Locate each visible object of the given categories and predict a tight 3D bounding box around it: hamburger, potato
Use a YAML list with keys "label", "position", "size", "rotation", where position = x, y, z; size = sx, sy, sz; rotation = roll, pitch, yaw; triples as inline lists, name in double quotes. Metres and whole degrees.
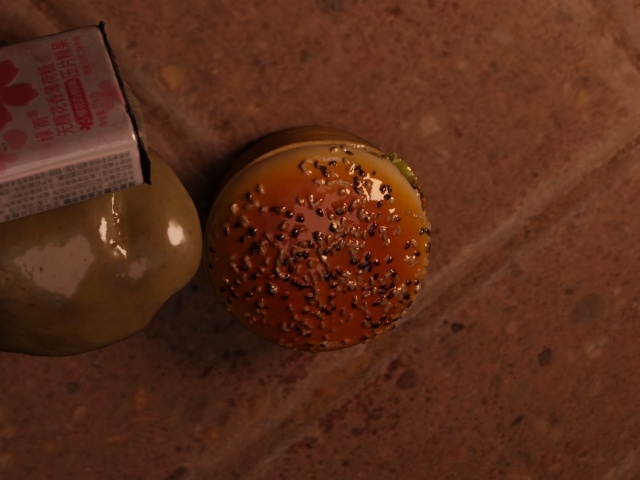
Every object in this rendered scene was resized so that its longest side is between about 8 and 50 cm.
- label: "hamburger"
  position: [0.000, 0.000, 1.784]
  size: [0.300, 0.176, 0.300]
  rotation: [-6, 120, -11]
- label: "potato"
  position: [-0.304, 0.009, 1.672]
  size: [0.326, 0.221, 0.243]
  rotation: [-16, 111, -11]

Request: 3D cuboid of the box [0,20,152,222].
- label: "box"
  position: [-0.374, -0.106, 1.543]
  size: [0.369, 0.190, 0.112]
  rotation: [-17, 148, -10]
